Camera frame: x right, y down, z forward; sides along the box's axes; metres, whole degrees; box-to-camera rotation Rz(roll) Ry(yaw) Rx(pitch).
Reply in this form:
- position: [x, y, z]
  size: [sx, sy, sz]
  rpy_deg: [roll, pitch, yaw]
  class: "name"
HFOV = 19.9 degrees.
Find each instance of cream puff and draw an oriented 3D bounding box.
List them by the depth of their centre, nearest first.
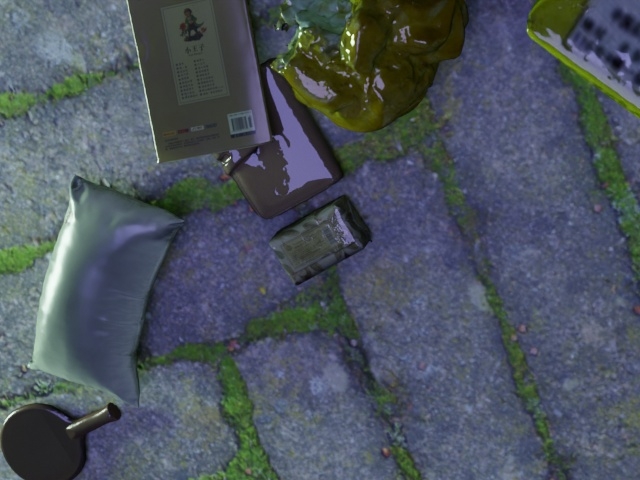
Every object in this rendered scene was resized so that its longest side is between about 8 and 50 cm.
- position: [0.062, -0.219, 1.789]
  size: [0.194, 0.195, 0.221]
  rpy_deg: [-8, 67, 19]
  class: "cream puff"

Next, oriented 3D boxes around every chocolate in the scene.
- position: [0.345, -0.168, 1.678]
  size: [0.300, 0.289, 0.137]
  rpy_deg: [34, 104, 2]
  class: "chocolate"

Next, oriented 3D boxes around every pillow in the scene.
- position: [-0.241, 0.062, 2.042]
  size: [0.144, 0.078, 0.254]
  rpy_deg: [20, 113, 9]
  class: "pillow"

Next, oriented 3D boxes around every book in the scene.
- position: [-0.129, -0.189, 1.931]
  size: [0.138, 0.016, 0.199]
  rpy_deg: [-9, 94, 21]
  class: "book"

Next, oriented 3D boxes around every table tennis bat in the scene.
- position: [-0.322, 0.249, 2.111]
  size: [0.170, 0.119, 0.107]
  rpy_deg: [-27, 100, 25]
  class: "table tennis bat"

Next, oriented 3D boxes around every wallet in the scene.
- position: [-0.057, -0.106, 1.951]
  size: [0.118, 0.039, 0.153]
  rpy_deg: [-28, 100, 21]
  class: "wallet"

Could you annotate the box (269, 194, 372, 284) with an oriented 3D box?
- position: [0.000, 0.000, 1.967]
  size: [0.098, 0.045, 0.062]
  rpy_deg: [-27, 100, 24]
  class: "box"
